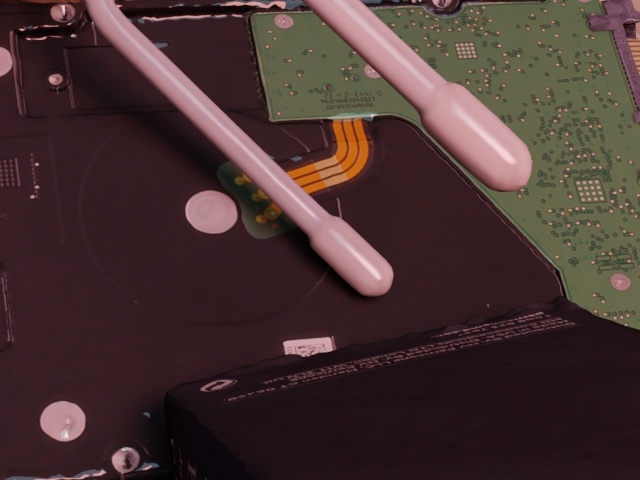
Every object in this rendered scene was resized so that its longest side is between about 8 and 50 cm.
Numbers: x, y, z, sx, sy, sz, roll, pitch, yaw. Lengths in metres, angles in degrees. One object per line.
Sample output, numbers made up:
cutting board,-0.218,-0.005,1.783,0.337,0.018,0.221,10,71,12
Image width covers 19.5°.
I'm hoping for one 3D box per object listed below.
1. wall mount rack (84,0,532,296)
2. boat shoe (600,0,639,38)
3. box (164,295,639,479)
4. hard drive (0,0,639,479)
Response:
wall mount rack,-0.034,-0.139,0.672,0.130,0.350,0.304,-5,80,-10
boat shoe,0.123,-0.220,0.948,0.319,0.116,0.099,52,27,5
box,0.078,0.192,0.594,0.182,0.294,0.296,-11,98,-15
hard drive,0.000,0.000,0.809,0.338,0.064,0.237,-5,59,-13
